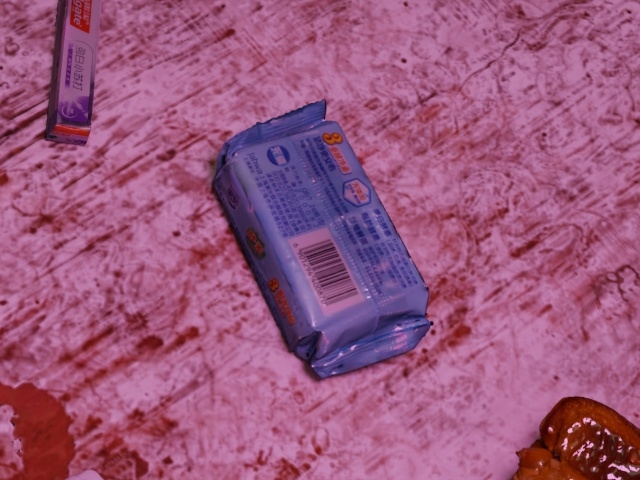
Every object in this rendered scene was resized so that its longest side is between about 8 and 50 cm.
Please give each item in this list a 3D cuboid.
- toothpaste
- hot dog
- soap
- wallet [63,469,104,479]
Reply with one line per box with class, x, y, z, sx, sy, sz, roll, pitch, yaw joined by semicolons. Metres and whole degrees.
toothpaste;-0.271;-0.197;1.870;0.047;0.040;0.196;8;60;-14
hot dog;0.347;0.304;1.735;0.349;0.117;0.158;33;62;1
soap;0.000;0.000;1.820;0.156;0.077;0.293;-17;69;-24
wallet;-0.252;0.308;1.611;0.183;0.032;0.124;-37;77;-31
